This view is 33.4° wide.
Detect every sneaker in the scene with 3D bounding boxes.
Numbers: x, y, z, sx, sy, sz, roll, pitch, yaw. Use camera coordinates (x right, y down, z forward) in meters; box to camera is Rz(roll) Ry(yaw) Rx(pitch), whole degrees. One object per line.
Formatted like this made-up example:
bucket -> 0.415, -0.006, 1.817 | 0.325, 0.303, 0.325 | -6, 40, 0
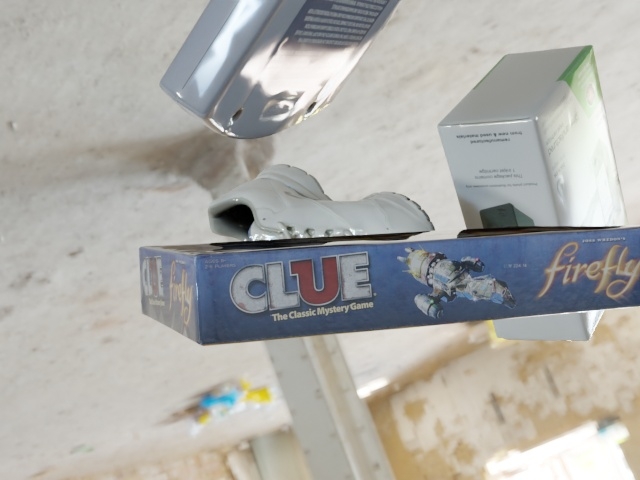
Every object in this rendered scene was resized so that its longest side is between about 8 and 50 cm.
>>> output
sneaker -> 0.000, 0.000, 1.164 | 0.297, 0.111, 0.129 | 15, -153, 40

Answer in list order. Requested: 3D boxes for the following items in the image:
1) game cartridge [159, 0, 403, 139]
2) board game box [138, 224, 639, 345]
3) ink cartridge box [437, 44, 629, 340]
game cartridge -> -0.014, -0.169, 0.828 | 0.196, 0.060, 0.294 | -58, 170, 17
board game box -> 0.036, 0.018, 0.576 | 0.243, 0.042, 0.165 | -3, -178, -19
ink cartridge box -> 0.264, -0.054, 1.257 | 0.122, 0.289, 0.211 | -1, -149, 35
